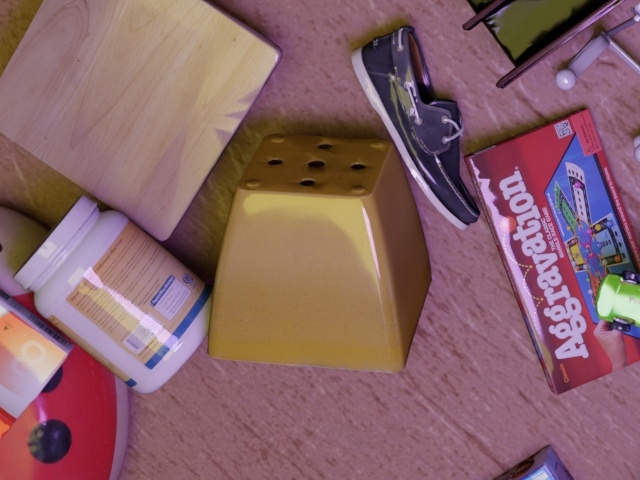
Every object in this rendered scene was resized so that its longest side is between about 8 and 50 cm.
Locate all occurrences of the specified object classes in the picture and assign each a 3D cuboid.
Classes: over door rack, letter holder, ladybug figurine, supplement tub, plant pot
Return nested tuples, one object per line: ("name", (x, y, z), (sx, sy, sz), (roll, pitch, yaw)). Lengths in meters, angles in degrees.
("over door rack", (0.358, -0.124, 1.620), (0.239, 0.324, 0.108), (41, 83, 0))
("letter holder", (0.268, -0.303, 1.650), (0.302, 0.214, 0.152), (-36, 93, 18))
("ladybug figurine", (-0.382, 0.184, 1.923), (0.305, 0.162, 0.449), (-12, 101, 5))
("supplement tub", (-0.224, 0.058, 1.822), (0.199, 0.144, 0.144), (41, 108, -9))
("plant pot", (0.000, 0.000, 1.764), (0.212, 0.212, 0.187), (4, 118, 12))

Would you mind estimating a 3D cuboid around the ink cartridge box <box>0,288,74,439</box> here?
("ink cartridge box", (-0.381, 0.143, 1.810), (0.145, 0.045, 0.179), (37, 97, -5))

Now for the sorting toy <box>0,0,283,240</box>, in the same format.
("sorting toy", (-0.204, -0.179, 1.851), (0.255, 0.089, 0.257), (34, 108, 3))

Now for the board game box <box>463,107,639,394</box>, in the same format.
("board game box", (0.271, 0.013, 1.798), (0.145, 0.027, 0.281), (-22, 98, -4))

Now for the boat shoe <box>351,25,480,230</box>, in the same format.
("boat shoe", (0.119, -0.120, 1.796), (0.079, 0.084, 0.233), (-27, 94, 16))

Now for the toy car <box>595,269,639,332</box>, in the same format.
("toy car", (0.388, 0.071, 1.666), (0.225, 0.053, 0.239), (11, 96, 2))

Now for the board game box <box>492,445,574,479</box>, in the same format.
("board game box", (0.227, 0.452, 1.919), (0.318, 0.066, 0.318), (-36, 94, 18))
